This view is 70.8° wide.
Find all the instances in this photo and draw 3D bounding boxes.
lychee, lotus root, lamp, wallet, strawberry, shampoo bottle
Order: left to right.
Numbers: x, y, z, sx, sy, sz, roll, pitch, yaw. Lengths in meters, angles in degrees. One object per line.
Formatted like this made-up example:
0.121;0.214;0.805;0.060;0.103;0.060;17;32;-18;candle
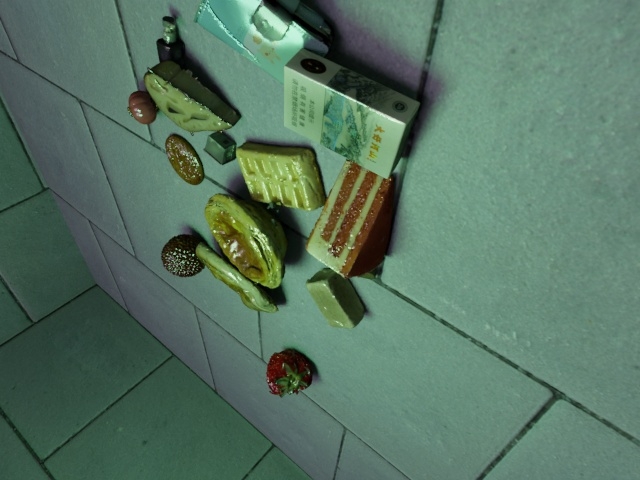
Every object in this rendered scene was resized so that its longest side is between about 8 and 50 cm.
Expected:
-0.576;-0.431;1.460;0.107;0.092;0.107;161;90;-84;lamp
-0.407;-0.504;1.232;0.063;0.057;0.207;38;145;17;shampoo bottle
-0.539;0.064;1.809;0.188;0.188;0.188;29;141;27;lychee
-0.362;-0.376;1.243;0.261;0.074;0.170;39;145;-16;lotus root
-0.110;-0.420;0.890;0.250;0.075;0.176;31;147;-19;wallet
-0.134;0.526;1.817;0.184;0.187;0.201;50;179;-35;strawberry

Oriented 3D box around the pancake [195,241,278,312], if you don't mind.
-0.314;0.149;1.657;0.387;0.082;0.387;37;166;11;pancake

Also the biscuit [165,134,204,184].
-0.472;-0.273;1.552;0.188;0.027;0.187;28;140;27;biscuit

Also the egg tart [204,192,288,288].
-0.213;-0.012;1.404;0.352;0.150;0.352;36;147;28;egg tart

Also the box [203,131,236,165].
-0.294;-0.275;1.325;0.085;0.060;0.063;40;140;16;box

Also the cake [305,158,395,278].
0.061;-0.042;1.058;0.158;0.160;0.262;31;140;30;cake

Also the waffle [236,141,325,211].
-0.115;-0.174;1.218;0.274;0.057;0.168;15;133;40;waffle

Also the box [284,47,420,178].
0.050;-0.247;0.891;0.257;0.069;0.164;29;153;11;box

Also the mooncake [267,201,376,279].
-0.007;0.009;1.224;0.347;0.057;0.150;40;151;-8;mooncake

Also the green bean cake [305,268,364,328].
0.046;0.172;1.343;0.109;0.085;0.179;-15;112;51;green bean cake
